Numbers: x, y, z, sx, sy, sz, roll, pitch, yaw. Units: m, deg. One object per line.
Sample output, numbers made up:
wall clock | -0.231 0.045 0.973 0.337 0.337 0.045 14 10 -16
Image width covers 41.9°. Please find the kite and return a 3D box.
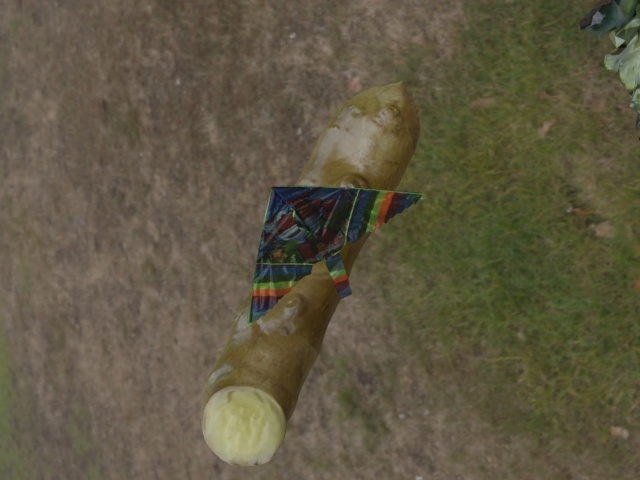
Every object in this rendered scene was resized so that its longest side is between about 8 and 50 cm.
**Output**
kite | 0.000 0.000 0.444 0.090 0.122 0.004 57 -179 -38

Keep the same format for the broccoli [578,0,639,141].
broccoli | 0.070 -0.133 0.164 0.252 0.361 0.221 -50 55 37

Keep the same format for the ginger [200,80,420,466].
ginger | -0.006 0.012 0.554 0.065 0.298 0.118 26 147 -1
